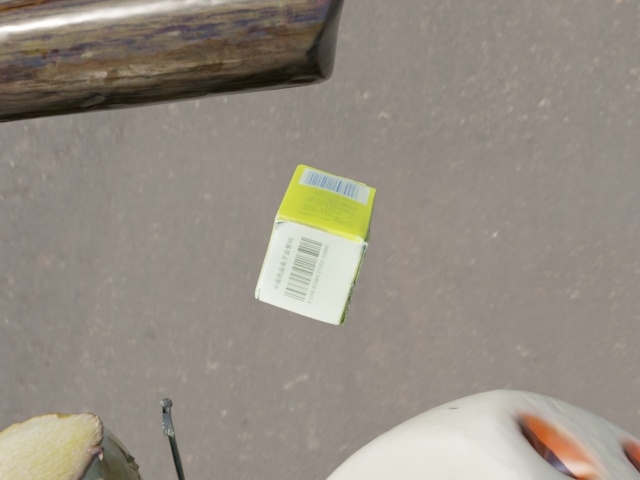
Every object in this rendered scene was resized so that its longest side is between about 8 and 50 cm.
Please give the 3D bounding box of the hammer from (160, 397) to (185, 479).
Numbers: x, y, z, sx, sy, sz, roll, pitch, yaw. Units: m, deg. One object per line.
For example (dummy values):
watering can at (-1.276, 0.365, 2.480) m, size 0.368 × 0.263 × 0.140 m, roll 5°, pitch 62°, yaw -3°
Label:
hammer at (-0.209, 0.322, 1.644) m, size 0.017 × 0.062 × 0.182 m, roll -10°, pitch 113°, yaw -3°

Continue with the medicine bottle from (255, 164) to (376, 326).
medicine bottle at (0.000, 0.000, 1.645) m, size 0.141 × 0.250 × 0.137 m, roll 18°, pitch 112°, yaw 1°

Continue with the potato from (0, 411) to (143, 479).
potato at (-0.374, 0.456, 1.499) m, size 0.385 × 0.442 × 0.319 m, roll -26°, pitch 110°, yaw 10°

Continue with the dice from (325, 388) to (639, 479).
dice at (0.142, 0.298, 0.795) m, size 0.304 × 0.304 × 0.277 m, roll 20°, pitch 22°, yaw -39°

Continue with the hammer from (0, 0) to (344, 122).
hammer at (-0.189, -0.068, 0.485) m, size 0.408 × 0.242 × 0.095 m, roll -10°, pitch 60°, yaw 3°
